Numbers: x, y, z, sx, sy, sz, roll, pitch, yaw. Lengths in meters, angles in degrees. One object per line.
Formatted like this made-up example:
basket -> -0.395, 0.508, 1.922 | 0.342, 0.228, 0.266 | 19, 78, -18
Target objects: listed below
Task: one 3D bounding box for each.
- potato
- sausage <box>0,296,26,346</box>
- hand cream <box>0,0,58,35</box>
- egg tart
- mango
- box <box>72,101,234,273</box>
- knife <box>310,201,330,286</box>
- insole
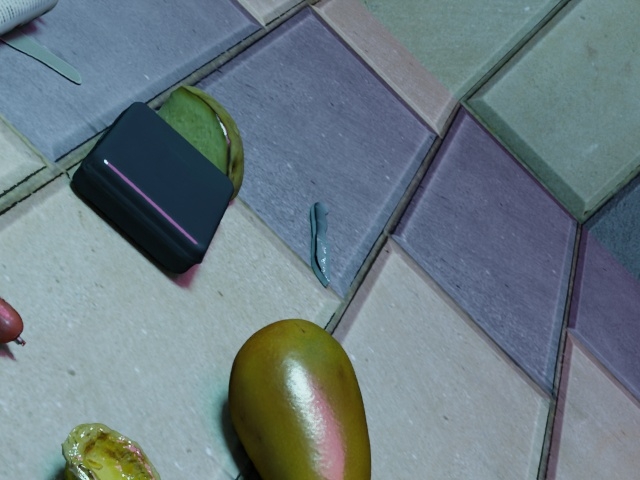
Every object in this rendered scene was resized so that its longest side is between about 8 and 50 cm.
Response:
potato -> -0.111, -0.108, 2.002 | 0.120, 0.081, 0.149 | 11, 39, -57
sausage -> -0.333, 0.003, 1.357 | 0.253, 0.034, 0.034 | 40, 19, -14
hand cream -> -0.353, -0.256, 1.832 | 0.095, 0.059, 0.276 | 47, 23, 0
egg tart -> -0.164, 0.189, 1.318 | 0.105, 0.039, 0.105 | 40, 19, -17
mango -> -0.019, 0.170, 1.567 | 0.138, 0.113, 0.253 | 37, 27, -35
box -> -0.173, -0.059, 1.809 | 0.160, 0.050, 0.230 | 42, 18, -9
knife -> 0.000, -0.001, 2.121 | 0.028, 0.015, 0.210 | 45, 18, -19
insole -> -0.324, -0.215, 1.888 | 0.153, 0.002, 0.053 | 33, 22, -35
